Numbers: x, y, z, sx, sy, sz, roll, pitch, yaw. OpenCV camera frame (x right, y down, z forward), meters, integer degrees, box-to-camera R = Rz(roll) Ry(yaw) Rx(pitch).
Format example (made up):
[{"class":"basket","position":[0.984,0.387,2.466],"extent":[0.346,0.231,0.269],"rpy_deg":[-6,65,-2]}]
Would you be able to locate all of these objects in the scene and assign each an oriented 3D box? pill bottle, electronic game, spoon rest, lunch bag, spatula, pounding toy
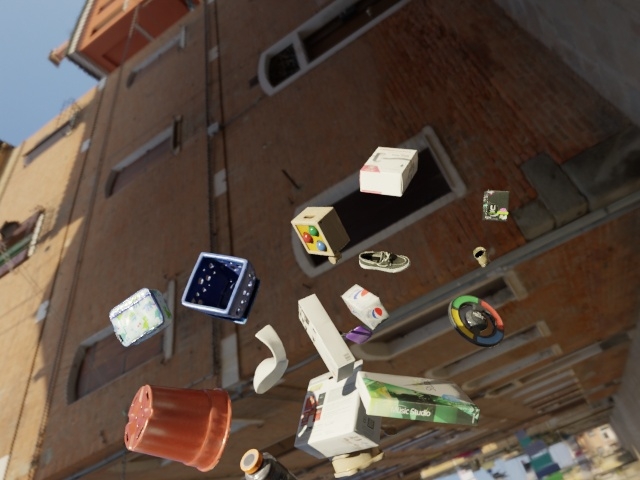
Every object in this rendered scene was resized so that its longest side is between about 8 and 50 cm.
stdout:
[{"class":"pill bottle","position":[-0.203,0.912,2.069],"extent":[0.245,0.130,0.130],"rpy_deg":[52,-162,-27]},{"class":"electronic game","position":[0.583,0.298,1.988],"extent":[0.229,0.048,0.229],"rpy_deg":[13,-137,-13]},{"class":"spoon rest","position":[-0.150,0.377,1.629],"extent":[0.084,0.137,0.276],"rpy_deg":[34,142,28]},{"class":"lunch bag","position":[-0.703,0.296,2.073],"extent":[0.176,0.219,0.090],"rpy_deg":[62,-168,14]},{"class":"spatula","position":[0.087,0.346,1.995],"extent":[0.296,0.084,0.030],"rpy_deg":[18,-141,-47]},{"class":"pounding toy","position":[-0.004,0.004,1.682],"extent":[0.094,0.181,0.206],"rpy_deg":[-43,-61,-30]},{"class":"pounding toy","position":[0.148,0.761,2.005],"extent":[0.154,0.270,0.154],"rpy_deg":[67,152,11]}]

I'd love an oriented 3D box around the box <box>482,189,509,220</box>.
[{"class":"box","position":[0.496,-0.097,1.508],"extent":[0.052,0.062,0.083],"rpy_deg":[15,-100,-85]}]

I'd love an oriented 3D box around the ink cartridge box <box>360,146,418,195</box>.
[{"class":"ink cartridge box","position":[0.255,-0.258,1.958],"extent":[0.218,0.159,0.092],"rpy_deg":[-52,-35,-50]}]

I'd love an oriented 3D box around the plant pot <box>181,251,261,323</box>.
[{"class":"plant pot","position":[-0.384,0.205,2.163],"extent":[0.212,0.236,0.235],"rpy_deg":[54,-131,-58]}]

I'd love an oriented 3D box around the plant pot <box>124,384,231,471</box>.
[{"class":"plant pot","position":[-0.474,0.599,1.745],"extent":[0.265,0.272,0.272],"rpy_deg":[22,-145,-31]}]

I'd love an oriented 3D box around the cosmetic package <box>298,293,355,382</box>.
[{"class":"cosmetic package","position":[0.013,0.278,1.523],"extent":[0.239,0.061,0.098],"rpy_deg":[56,161,33]}]

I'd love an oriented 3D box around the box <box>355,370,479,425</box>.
[{"class":"box","position":[0.281,0.469,1.599],"extent":[0.232,0.322,0.058],"rpy_deg":[-136,52,-83]}]

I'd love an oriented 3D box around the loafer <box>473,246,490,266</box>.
[{"class":"loafer","position":[0.662,0.058,2.191],"extent":[0.050,0.056,0.148],"rpy_deg":[51,-167,-14]}]

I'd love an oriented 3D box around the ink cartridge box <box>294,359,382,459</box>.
[{"class":"ink cartridge box","position":[0.074,0.609,1.915],"extent":[0.130,0.309,0.271],"rpy_deg":[37,-135,-24]}]

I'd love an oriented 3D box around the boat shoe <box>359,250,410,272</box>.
[{"class":"boat shoe","position":[0.274,0.087,2.276],"extent":[0.070,0.220,0.077],"rpy_deg":[75,-162,-55]}]

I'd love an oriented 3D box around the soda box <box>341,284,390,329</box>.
[{"class":"soda box","position":[0.179,0.267,2.184],"extent":[0.098,0.091,0.286],"rpy_deg":[57,172,-13]}]
